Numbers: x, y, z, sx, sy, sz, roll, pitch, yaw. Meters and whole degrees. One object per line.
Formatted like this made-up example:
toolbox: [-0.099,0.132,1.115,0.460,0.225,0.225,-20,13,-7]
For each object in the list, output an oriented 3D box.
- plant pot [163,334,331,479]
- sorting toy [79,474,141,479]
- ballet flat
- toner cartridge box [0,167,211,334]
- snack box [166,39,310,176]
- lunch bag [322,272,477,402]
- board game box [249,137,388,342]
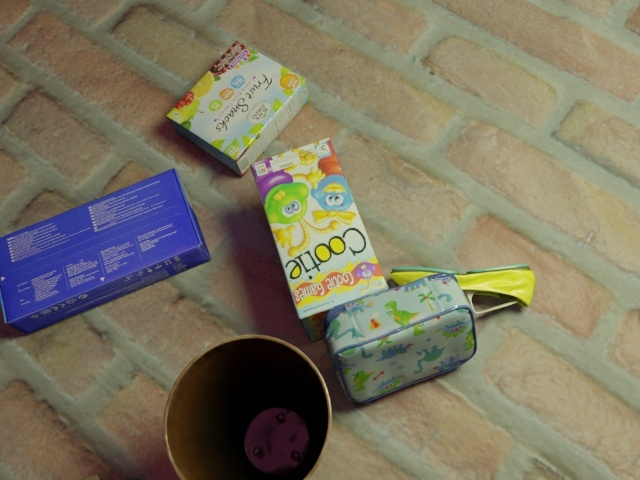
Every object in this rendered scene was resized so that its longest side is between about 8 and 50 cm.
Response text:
plant pot: [-0.079,0.266,0.968,0.215,0.230,0.216,-3,67,7]
sorting toy: [-0.390,0.474,1.022,0.347,0.047,0.196,-22,62,-3]
ballet flat: [0.226,0.079,1.099,0.230,0.077,0.077,-1,81,5]
toner cartridge box: [-0.381,0.018,1.199,0.347,0.075,0.165,-22,65,-3]
snack box: [-0.150,-0.249,1.286,0.174,0.070,0.207,34,76,20]
lunch bag: [0.118,0.148,1.027,0.218,0.176,0.090,-21,46,0]
board game box: [0.000,0.000,1.120,0.142,0.144,0.275,-19,66,-1]
